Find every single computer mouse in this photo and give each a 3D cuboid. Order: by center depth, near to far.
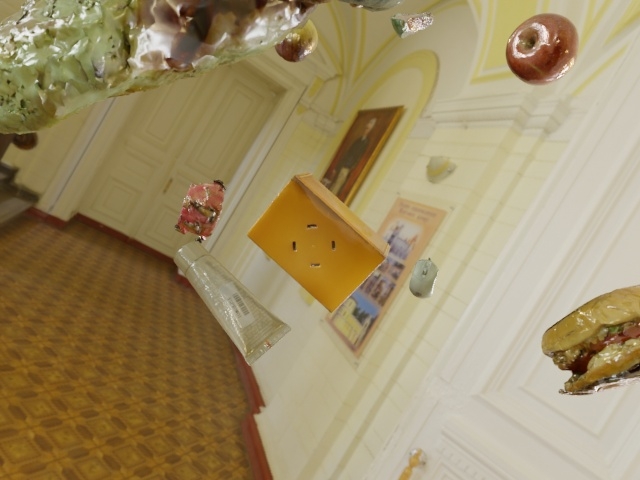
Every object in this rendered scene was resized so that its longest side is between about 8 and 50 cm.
[{"bbox_3d":[0.226,0.087,1.002,0.056,0.110,0.032,20,34,19],"label":"computer mouse"}]

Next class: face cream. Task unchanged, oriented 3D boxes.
[{"bbox_3d":[-0.238,0.145,1.157,0.341,0.137,0.084,45,-25,13],"label":"face cream"}]

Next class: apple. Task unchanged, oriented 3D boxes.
[{"bbox_3d":[0.662,-0.562,1.351,0.162,0.201,0.201,5,17,-35],"label":"apple"}]

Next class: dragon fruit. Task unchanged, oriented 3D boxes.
[{"bbox_3d":[-0.466,-0.112,1.715,0.147,0.282,0.211,22,4,-28],"label":"dragon fruit"}]

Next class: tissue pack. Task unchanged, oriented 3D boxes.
[{"bbox_3d":[0.000,0.000,1.086,0.274,0.194,0.145,43,18,2],"label":"tissue pack"}]

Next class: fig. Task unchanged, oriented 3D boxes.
[{"bbox_3d":[-0.063,-0.720,1.546,0.143,0.230,0.160,31,30,-7],"label":"fig"}]

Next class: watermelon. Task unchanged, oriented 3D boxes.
[{"bbox_3d":[0.299,-0.702,1.479,0.140,0.070,0.187,-3,30,13],"label":"watermelon"}]

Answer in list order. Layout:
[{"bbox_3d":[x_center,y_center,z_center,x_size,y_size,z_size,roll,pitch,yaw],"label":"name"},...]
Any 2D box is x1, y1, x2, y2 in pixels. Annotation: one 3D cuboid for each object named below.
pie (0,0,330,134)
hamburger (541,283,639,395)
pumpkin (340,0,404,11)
[{"bbox_3d":[-0.200,-0.275,0.533,0.395,0.419,0.180,-113,178,-60],"label":"pie"},{"bbox_3d":[0.547,0.189,0.856,0.244,0.245,0.162,27,41,-58],"label":"hamburger"},{"bbox_3d":[0.094,-0.652,0.990,0.292,0.257,0.327,15,27,-10],"label":"pumpkin"}]
